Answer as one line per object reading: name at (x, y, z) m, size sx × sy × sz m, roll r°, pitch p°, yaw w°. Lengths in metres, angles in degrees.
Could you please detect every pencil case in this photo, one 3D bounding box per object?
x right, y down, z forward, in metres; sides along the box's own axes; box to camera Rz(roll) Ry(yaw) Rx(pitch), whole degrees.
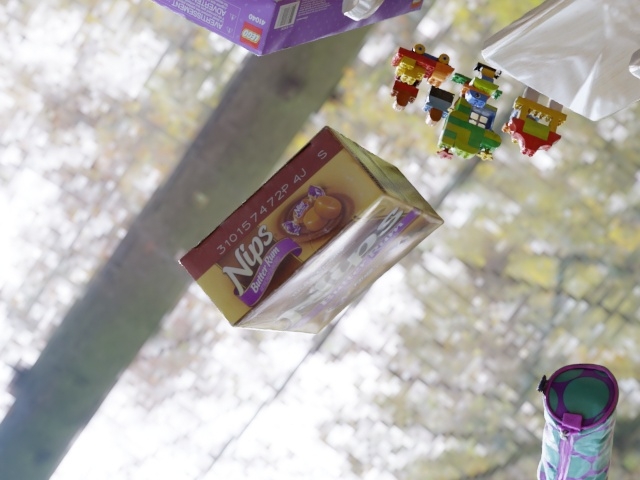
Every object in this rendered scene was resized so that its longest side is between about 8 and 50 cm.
pencil case at (0.215, 0.165, 1.550) m, size 0.064 × 0.151 × 0.070 m, roll 25°, pitch -119°, yaw 21°

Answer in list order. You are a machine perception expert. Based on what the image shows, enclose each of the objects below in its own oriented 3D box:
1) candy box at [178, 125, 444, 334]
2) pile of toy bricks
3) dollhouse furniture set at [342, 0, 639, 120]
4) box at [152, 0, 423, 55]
candy box at (0.000, 0.000, 1.037) m, size 0.053 × 0.109 × 0.187 m, roll 50°, pitch -172°, yaw 13°
pile of toy bricks at (0.169, -0.140, 2.161) m, size 0.212 × 0.118 × 0.105 m, roll 21°, pitch -113°, yaw -6°
dollhouse furniture set at (0.244, -0.142, 1.277) m, size 0.362 × 0.394 × 0.256 m, roll 27°, pitch -113°, yaw -16°
box at (-0.049, -0.256, 1.707) m, size 0.201 × 0.057 × 0.293 m, roll 29°, pitch -153°, yaw 23°
